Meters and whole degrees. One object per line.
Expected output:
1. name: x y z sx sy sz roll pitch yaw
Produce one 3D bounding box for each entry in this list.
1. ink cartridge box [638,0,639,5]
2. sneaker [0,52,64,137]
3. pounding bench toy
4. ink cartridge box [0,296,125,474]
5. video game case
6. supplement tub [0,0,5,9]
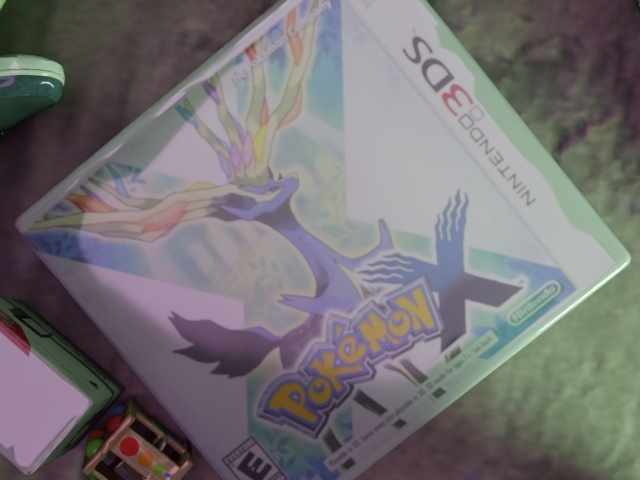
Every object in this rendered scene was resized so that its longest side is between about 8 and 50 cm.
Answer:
1. ink cartridge box: 0.377 -0.107 0.727 0.201 0.117 0.278 -23 89 -1
2. sneaker: -0.271 -0.031 0.731 0.226 0.086 0.163 -18 81 6
3. pounding bench toy: -0.144 0.165 0.743 0.065 0.052 0.083 40 89 -11
4. ink cartridge box: -0.201 0.093 0.702 0.109 0.150 0.063 40 85 1
5. video game case: 0.000 0.000 0.741 0.329 0.036 0.300 -39 92 5
6. supplement tub: -0.304 -0.186 0.611 0.236 0.235 0.324 17 59 0
